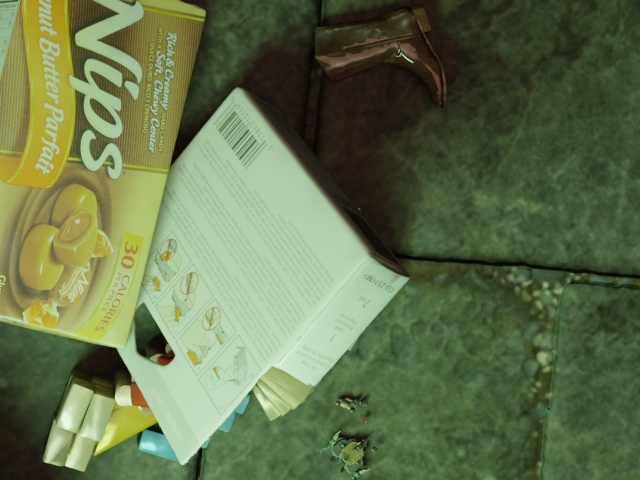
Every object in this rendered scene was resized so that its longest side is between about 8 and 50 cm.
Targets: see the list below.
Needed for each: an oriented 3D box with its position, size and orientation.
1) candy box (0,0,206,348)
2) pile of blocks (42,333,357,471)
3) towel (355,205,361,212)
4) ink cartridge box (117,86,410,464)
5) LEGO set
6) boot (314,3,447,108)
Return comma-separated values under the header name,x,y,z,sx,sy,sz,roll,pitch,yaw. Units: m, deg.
name,x,y,z,sx,sy,sz,roll,pitch,yaw
candy box,-0.226,-0.080,1.437,0.183,0.087,0.316,19,80,-39
pile of blocks,-0.087,0.120,1.502,0.362,0.112,0.149,-33,99,-3
towel,0.000,0.000,1.566,0.083,0.009,0.060,-6,92,-8
ink cartridge box,-0.075,0.032,1.439,0.060,0.275,0.239,29,107,-42
LEGO set,0.028,0.191,1.575,0.054,0.023,0.083,19,76,-10
boot,0.054,-0.161,1.553,0.114,0.037,0.106,-16,81,-10
